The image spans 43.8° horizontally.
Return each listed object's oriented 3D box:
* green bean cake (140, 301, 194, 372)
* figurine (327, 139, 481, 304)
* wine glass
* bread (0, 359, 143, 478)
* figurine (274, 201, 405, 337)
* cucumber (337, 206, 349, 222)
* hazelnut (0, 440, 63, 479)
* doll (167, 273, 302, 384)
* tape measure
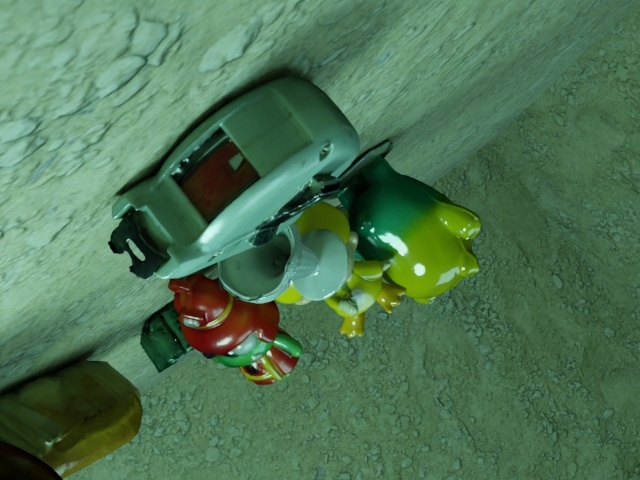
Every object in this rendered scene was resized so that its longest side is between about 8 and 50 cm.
[{"bbox_3d":[-0.290,0.187,1.718,0.193,0.107,0.208,-38,176,-25],"label":"green bean cake"},{"bbox_3d":[0.178,-0.025,1.709,0.231,0.340,0.323,-33,171,-47],"label":"figurine"},{"bbox_3d":[-0.058,0.028,1.329,0.165,0.164,0.196,-40,155,23],"label":"wine glass"},{"bbox_3d":[-0.474,0.339,1.392,0.236,0.183,0.389,-38,175,29],"label":"bread"},{"bbox_3d":[0.011,0.065,1.585,0.215,0.344,0.187,-50,-140,-5],"label":"figurine"},{"bbox_3d":[-0.001,0.001,2.202,0.072,0.072,0.300,-33,173,-41],"label":"cucumber"},{"bbox_3d":[-0.505,0.460,1.055,0.402,0.429,0.402,-6,-160,2],"label":"hazelnut"},{"bbox_3d":[-0.172,0.157,1.537,0.183,0.160,0.363,-4,151,30],"label":"doll"},{"bbox_3d":[-0.074,-0.065,0.878,0.246,0.125,0.243,-39,175,24],"label":"tape measure"}]
